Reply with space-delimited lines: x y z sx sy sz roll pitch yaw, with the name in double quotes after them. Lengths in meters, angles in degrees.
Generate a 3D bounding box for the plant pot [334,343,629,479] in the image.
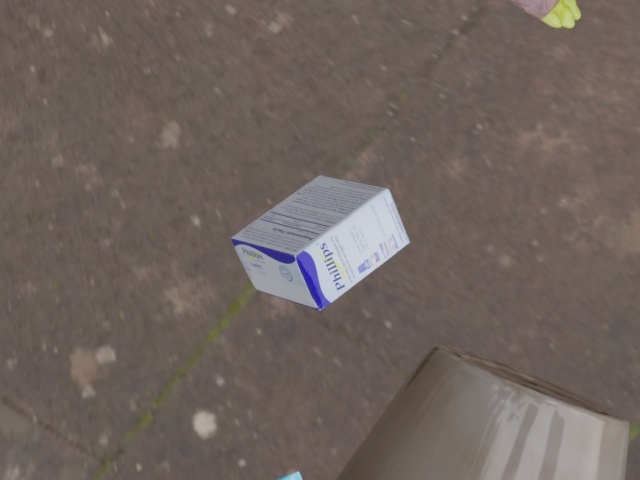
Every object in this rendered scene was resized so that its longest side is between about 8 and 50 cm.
0.137 0.255 1.403 0.323 0.323 0.280 20 93 -19 "plant pot"

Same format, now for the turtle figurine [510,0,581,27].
0.173 -0.234 0.913 0.087 0.270 0.217 14 130 -19 "turtle figurine"

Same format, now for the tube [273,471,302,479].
-0.103 0.233 1.167 0.207 0.052 0.080 -20 139 -2 "tube"

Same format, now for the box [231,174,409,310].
0.000 0.000 1.675 0.137 0.126 0.072 -36 117 -25 "box"
